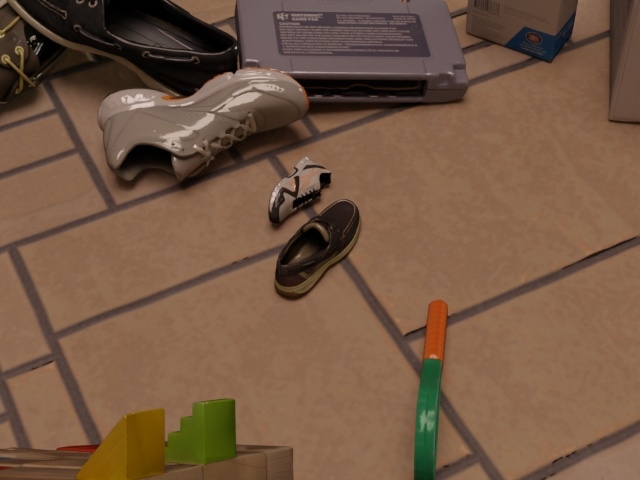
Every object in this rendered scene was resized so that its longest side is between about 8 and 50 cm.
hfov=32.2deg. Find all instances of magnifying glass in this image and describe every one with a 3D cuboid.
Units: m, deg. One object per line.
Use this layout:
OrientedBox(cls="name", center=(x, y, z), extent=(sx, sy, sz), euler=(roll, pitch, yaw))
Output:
OrientedBox(cls="magnifying glass", center=(0.112, 0.144, 1.108), extent=(0.026, 0.092, 0.231), euler=(2, 37, 7))

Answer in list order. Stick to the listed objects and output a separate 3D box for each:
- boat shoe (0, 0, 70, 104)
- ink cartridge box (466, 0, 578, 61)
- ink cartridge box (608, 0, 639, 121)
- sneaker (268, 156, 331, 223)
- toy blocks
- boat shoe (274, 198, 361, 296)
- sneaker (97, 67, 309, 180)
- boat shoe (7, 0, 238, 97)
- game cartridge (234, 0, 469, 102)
OrientedBox(cls="boat shoe", center=(-0.405, -0.246, 1.450), extent=(0.091, 0.109, 0.305), euler=(12, 45, 18))
OrientedBox(cls="ink cartridge box", center=(0.273, -0.365, 1.458), extent=(0.134, 0.231, 0.078), euler=(25, 53, 22))
OrientedBox(cls="ink cartridge box", center=(0.452, -0.347, 1.411), extent=(0.130, 0.272, 0.309), euler=(7, 49, 8))
OrientedBox(cls="sneaker", center=(-0.025, -0.058, 1.315), extent=(0.043, 0.040, 0.109), euler=(23, 53, 19))
OrientedBox(cls="toy blocks", center=(-0.203, 0.227, 0.908), extent=(0.261, 0.381, 0.191), euler=(-3, 85, 28))
OrientedBox(cls="boat shoe", center=(0.000, 0.000, 1.255), extent=(0.056, 0.049, 0.152), euler=(21, 51, 20))
OrientedBox(cls="sneaker", center=(-0.140, -0.128, 1.357), extent=(0.262, 0.099, 0.121), euler=(-10, 55, 2))
OrientedBox(cls="boat shoe", center=(-0.250, -0.289, 1.414), extent=(0.340, 0.113, 0.127), euler=(34, 50, 4))
OrientedBox(cls="game cartridge", center=(0.036, -0.263, 1.474), extent=(0.294, 0.060, 0.196), euler=(0, 51, -8))
